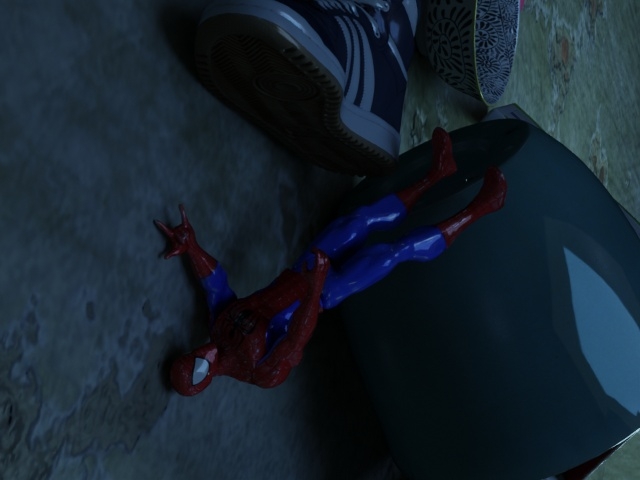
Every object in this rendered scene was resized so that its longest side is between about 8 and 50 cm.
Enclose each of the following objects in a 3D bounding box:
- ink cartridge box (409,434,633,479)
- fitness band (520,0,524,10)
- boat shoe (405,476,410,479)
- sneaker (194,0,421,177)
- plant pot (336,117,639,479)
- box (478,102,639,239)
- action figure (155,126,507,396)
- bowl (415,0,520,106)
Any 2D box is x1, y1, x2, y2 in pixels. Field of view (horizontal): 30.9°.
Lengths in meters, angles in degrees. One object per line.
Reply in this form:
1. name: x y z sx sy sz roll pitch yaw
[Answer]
1. ink cartridge box: 0.189 0.158 1.110 0.261 0.066 0.296 -51 -168 15
2. fitness band: 0.215 -0.388 1.336 0.209 0.054 0.291 46 56 -62
3. boat shoe: 0.136 0.331 1.237 0.500 0.156 0.187 -57 152 -67
4. sneaker: -0.001 -0.157 0.843 0.282 0.099 0.153 36 62 -65
5. plant pot: 0.145 0.036 1.018 0.235 0.293 0.293 63 35 -18
6. box: 0.273 -0.055 1.301 0.058 0.232 0.322 -46 175 16
7. action figure: 0.000 0.000 0.806 0.280 0.091 0.139 -39 143 -16
8. bowl: 0.145 -0.224 1.184 0.170 0.080 0.170 7 90 -66
